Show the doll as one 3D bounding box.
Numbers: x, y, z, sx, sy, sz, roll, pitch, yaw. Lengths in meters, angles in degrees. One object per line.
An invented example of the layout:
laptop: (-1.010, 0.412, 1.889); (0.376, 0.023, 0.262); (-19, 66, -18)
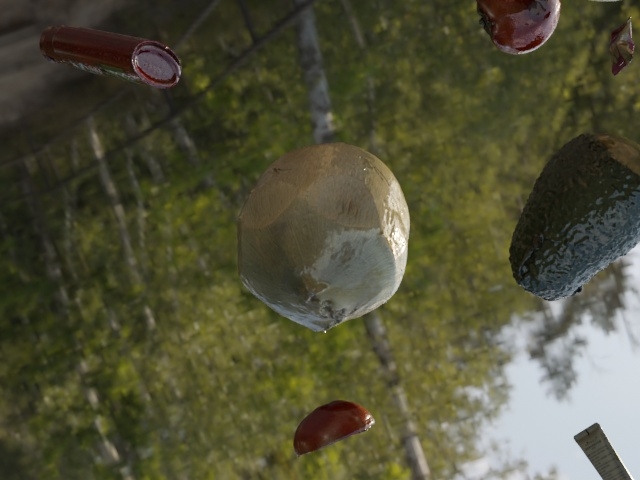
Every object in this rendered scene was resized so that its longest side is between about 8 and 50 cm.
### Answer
doll: (0.507, -0.041, 2.082); (0.349, 0.247, 0.247); (-54, -170, 11)

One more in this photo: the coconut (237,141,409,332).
coconut: (0.000, 0.000, 2.105); (0.346, 0.346, 0.360); (-13, -149, 26)

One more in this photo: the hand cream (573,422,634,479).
hand cream: (0.516, 0.411, 1.873); (0.042, 0.194, 0.067); (-18, 160, -39)

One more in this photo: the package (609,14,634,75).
package: (0.483, -0.314, 1.730); (0.029, 0.083, 0.059); (10, 159, -13)

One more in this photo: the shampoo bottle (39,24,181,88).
shampoo bottle: (-0.389, -0.336, 1.937); (0.314, 0.076, 0.118); (18, -179, 39)

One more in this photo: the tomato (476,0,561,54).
tomato: (0.335, -0.391, 1.781); (0.139, 0.159, 0.091); (-24, -171, -10)

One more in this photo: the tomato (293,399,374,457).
tomato: (0.015, 0.326, 1.922); (0.156, 0.069, 0.155); (-24, 175, -2)
